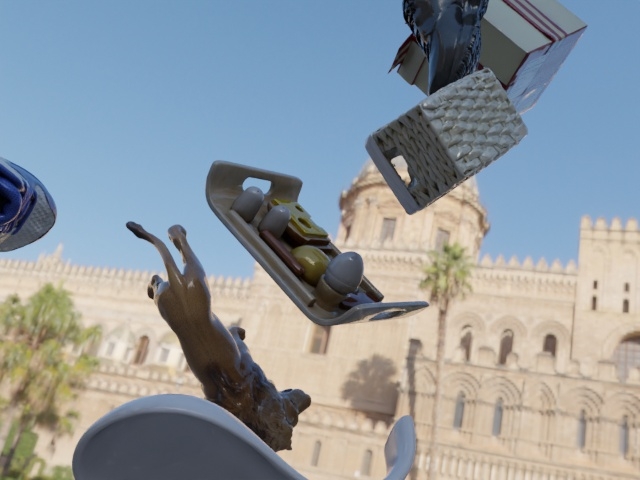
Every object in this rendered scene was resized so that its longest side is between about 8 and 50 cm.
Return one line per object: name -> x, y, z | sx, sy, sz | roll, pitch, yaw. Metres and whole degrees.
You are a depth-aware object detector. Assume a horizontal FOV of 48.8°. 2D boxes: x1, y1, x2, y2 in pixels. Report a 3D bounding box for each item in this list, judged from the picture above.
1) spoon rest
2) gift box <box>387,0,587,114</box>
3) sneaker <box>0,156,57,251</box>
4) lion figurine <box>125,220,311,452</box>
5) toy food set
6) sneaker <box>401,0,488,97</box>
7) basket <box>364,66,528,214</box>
spoon rest -> -0.051, 0.179, 0.557 | 0.276, 0.084, 0.137 | 5, -55, -16
gift box -> 0.308, -0.372, 1.396 | 0.258, 0.255, 0.276 | 48, -42, 17
sneaker -> -0.327, -0.032, 0.668 | 0.131, 0.112, 0.296 | 19, -4, 15
lion figurine -> -0.175, 0.151, 1.095 | 0.392, 0.142, 0.240 | 55, -4, -24
toy food set -> 0.000, 0.000, 1.004 | 0.306, 0.092, 0.220 | 47, 21, 25
sneaker -> 0.180, -0.319, 1.050 | 0.130, 0.286, 0.109 | 8, -27, 12
basket -> 0.157, -0.123, 0.853 | 0.113, 0.167, 0.103 | 58, -37, -1
